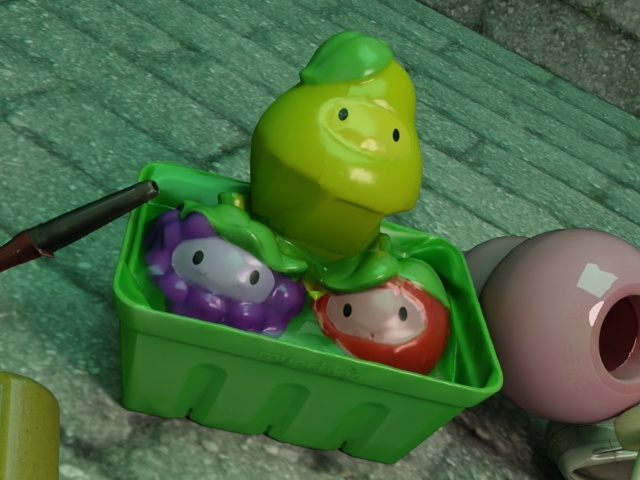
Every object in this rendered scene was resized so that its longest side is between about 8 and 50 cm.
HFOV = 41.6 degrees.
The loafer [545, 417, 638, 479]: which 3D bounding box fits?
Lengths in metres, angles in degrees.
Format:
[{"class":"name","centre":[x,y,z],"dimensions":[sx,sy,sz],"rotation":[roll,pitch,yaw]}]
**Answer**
[{"class":"loafer","centre":[0.405,0.267,0.931],"dimensions":[0.319,0.112,0.111],"rotation":[14,32,0]}]

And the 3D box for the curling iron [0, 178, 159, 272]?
[{"class":"curling iron","centre":[-0.271,0.008,0.785],"dimensions":[0.274,0.035,0.068],"rotation":[-22,13,8]}]

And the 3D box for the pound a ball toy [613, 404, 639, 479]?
[{"class":"pound a ball toy","centre":[0.255,0.295,0.727],"dimensions":[0.319,0.136,0.208],"rotation":[-22,88,-50]}]

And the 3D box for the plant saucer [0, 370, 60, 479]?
[{"class":"plant saucer","centre":[-0.343,0.191,0.577],"dimensions":[0.333,0.081,0.332],"rotation":[9,34,-23]}]

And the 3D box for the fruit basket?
[{"class":"fruit basket","centre":[0.000,0.000,0.820],"dimensions":[0.392,0.392,0.283],"rotation":[15,32,-13]}]

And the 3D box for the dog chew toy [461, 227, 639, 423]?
[{"class":"dog chew toy","centre":[0.231,0.083,0.959],"dimensions":[0.207,0.206,0.332],"rotation":[7,1,-25]}]
